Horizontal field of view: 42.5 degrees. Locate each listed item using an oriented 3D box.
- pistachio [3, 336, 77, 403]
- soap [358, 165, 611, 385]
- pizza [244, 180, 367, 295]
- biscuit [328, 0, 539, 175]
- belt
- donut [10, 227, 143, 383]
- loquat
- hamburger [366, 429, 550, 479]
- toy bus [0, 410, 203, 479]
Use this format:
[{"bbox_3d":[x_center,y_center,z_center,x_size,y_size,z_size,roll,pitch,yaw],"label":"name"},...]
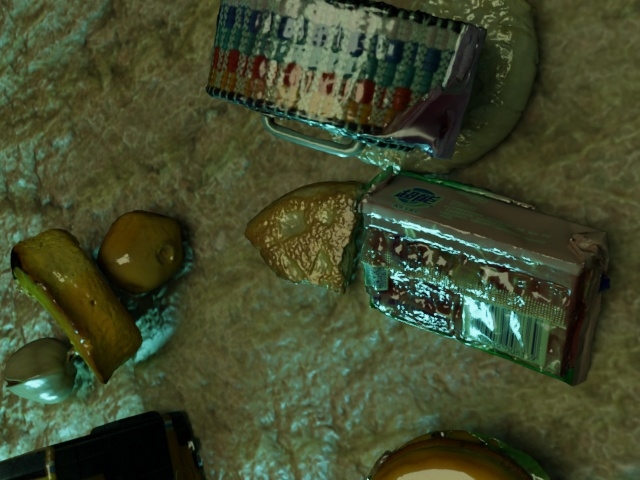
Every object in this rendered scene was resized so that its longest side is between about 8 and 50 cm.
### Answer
[{"bbox_3d":[-0.453,0.213,1.328,0.149,0.113,0.113,-18,83,35],"label":"pistachio"},{"bbox_3d":[0.175,0.040,0.924,0.273,0.098,0.217,19,125,29],"label":"soap"},{"bbox_3d":[0.000,0.000,1.077,0.182,0.062,0.161,-31,70,23],"label":"pizza"},{"bbox_3d":[0.143,-0.172,0.964,0.281,0.084,0.179,-43,75,31],"label":"biscuit"},{"bbox_3d":[0.023,-0.174,0.874,0.295,0.207,0.160,17,104,16],"label":"belt"},{"bbox_3d":[-0.360,0.094,1.201,0.118,0.253,0.253,-33,72,-13],"label":"donut"},{"bbox_3d":[-0.267,0.016,1.208,0.137,0.113,0.137,-28,48,36],"label":"loquat"},{"bbox_3d":[0.161,0.329,0.931,0.246,0.170,0.246,1,95,18],"label":"hamburger"},{"bbox_3d":[-0.299,0.341,1.148,0.139,0.275,0.167,-22,78,30],"label":"toy bus"}]
